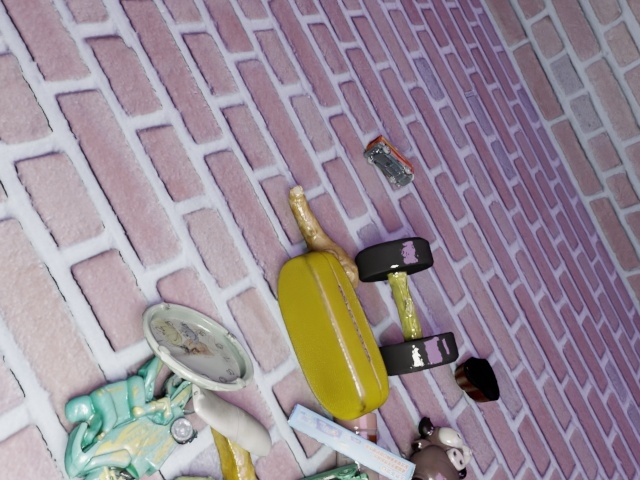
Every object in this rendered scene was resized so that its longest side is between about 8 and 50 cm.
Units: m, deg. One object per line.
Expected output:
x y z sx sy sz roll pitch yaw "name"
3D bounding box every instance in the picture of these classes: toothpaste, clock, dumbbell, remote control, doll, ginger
0.062 0.424 1.097 0.272 0.066 0.053 25 70 9 "toothpaste"
-0.232 0.206 0.971 0.236 0.053 0.236 34 12 -8 "clock"
0.218 0.169 1.350 0.204 0.204 0.322 -1 73 -42 "dumbbell"
-0.157 0.334 0.976 0.229 0.044 0.073 52 11 -35 "remote control"
0.285 0.552 1.287 0.182 0.117 0.257 57 36 5 "doll"
0.000 0.000 1.290 0.086 0.131 0.294 -32 94 -2 "ginger"

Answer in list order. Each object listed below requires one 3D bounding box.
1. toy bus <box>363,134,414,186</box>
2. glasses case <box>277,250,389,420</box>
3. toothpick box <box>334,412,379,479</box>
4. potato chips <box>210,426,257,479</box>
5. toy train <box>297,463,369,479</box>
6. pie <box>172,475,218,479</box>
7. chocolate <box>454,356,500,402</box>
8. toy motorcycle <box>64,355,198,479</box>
0.217 -0.246 1.618 0.174 0.079 0.077 37 41 -24 "toy bus"
0.028 0.208 1.179 0.141 0.173 0.371 -10 73 -45 "glasses case"
0.080 0.465 1.171 0.098 0.098 0.148 17 63 -36 "toothpick box"
-0.151 0.515 0.972 0.080 0.057 0.407 6 69 -38 "potato chips"
0.015 0.503 1.060 0.172 0.099 0.070 -16 80 -1 "toy train"
-0.222 0.499 0.896 0.187 0.041 0.186 8 68 -19 "pie"
0.450 0.403 1.543 0.149 0.080 0.125 41 38 -12 "chocolate"
-0.324 0.313 0.886 0.198 0.109 0.296 43 40 -3 "toy motorcycle"
